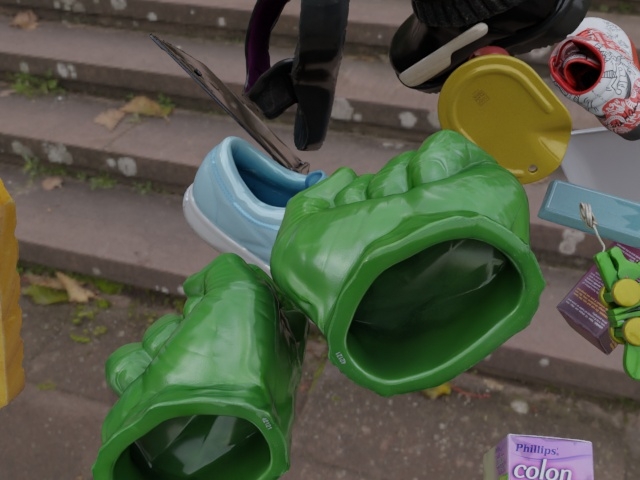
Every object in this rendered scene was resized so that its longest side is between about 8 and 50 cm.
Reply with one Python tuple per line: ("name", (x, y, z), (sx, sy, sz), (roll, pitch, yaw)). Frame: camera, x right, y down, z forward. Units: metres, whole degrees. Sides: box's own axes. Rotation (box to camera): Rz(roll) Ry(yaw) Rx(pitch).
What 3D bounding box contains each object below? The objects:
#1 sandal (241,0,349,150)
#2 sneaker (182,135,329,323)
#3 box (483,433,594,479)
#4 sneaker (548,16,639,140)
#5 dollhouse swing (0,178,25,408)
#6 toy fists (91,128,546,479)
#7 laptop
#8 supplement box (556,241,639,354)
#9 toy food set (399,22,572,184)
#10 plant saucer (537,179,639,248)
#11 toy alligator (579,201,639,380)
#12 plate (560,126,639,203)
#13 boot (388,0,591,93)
("sandal", (-0.033, -0.215, 0.773), (0.106, 0.168, 0.446), (5, -8, -2))
("sneaker", (0.000, 0.000, 0.907), (0.365, 0.150, 0.135), (29, 44, -3))
("box", (0.305, 0.419, 1.032), (0.117, 0.214, 0.243), (3, 66, 5))
("sneaker", (0.391, -0.272, 1.056), (0.144, 0.090, 0.270), (24, 41, -30))
("dollhouse swing", (-0.416, -0.036, 0.765), (0.304, 0.347, 0.315), (9, 29, -2))
("toy fists", (-0.012, 0.041, 0.408), (0.279, 0.096, 0.142), (-36, 16, 13))
("laptop", (-0.146, -0.086, 1.183), (0.236, 0.408, 0.382), (10, 8, 1))
("supplement box", (0.459, 0.070, 1.101), (0.188, 0.104, 0.081), (-49, 53, 2))
("toy food set", (0.212, -0.170, 0.886), (0.128, 0.218, 0.071), (-37, 19, 27))
("plant saucer", (0.384, -0.030, 0.933), (0.191, 0.018, 0.067), (19, 59, 18))
("toy alligator", (0.316, 0.046, 0.743), (0.051, 0.190, 0.056), (-13, -9, 3))
("plate", (0.577, -0.119, 1.258), (0.277, 0.278, 0.045), (-7, 48, 34))
("boot", (0.128, -0.313, 0.906), (0.260, 0.131, 0.348), (16, -14, -28))
